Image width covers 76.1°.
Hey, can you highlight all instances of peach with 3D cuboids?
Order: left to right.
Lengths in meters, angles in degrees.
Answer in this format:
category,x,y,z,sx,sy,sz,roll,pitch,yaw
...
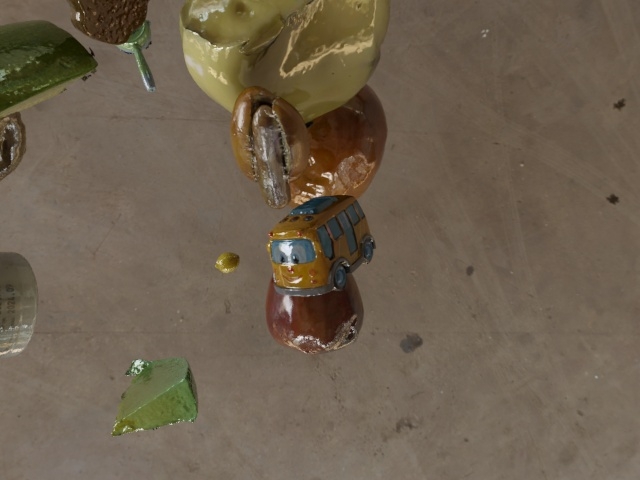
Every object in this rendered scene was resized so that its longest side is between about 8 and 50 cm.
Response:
category,x,y,z,sx,sy,sz,roll,pitch,yaw
peach,0.002,-0.242,1.003,0.301,0.342,0.343,-32,112,-40

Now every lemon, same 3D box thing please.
category,x,y,z,sx,sy,sz,roll,pitch,yaw
lemon,-0.295,0.070,1.297,0.092,0.065,0.065,-21,107,17

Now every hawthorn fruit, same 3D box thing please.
category,x,y,z,sx,sy,sz,roll,pitch,yaw
hawthorn fruit,-0.016,0.184,1.250,0.308,0.308,0.325,15,94,-10

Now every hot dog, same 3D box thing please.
category,x,y,z,sx,sy,sz,roll,pitch,yaw
hot dog,-0.057,-0.098,0.454,0.089,0.060,0.140,15,147,1

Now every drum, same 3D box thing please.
category,x,y,z,sx,sy,sz,roll,pitch,yaw
drum,-0.517,-0.560,1.194,0.130,0.049,0.253,-37,84,-7

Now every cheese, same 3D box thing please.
category,x,y,z,sx,sy,sz,roll,pitch,yaw
cheese,-0.024,-0.250,0.541,0.259,0.316,0.128,-29,79,6

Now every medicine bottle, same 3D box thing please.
category,x,y,z,sx,sy,sz,roll,pitch,yaw
medicine bottle,-0.740,0.135,0.813,0.238,0.232,0.238,-2,86,31

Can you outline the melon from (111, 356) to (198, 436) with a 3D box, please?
category,x,y,z,sx,sy,sz,roll,pitch,yaw
melon,-0.231,0.204,0.554,0.114,0.261,0.053,-33,102,-29

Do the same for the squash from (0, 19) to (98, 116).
category,x,y,z,sx,sy,sz,roll,pitch,yaw
squash,-0.473,-0.207,0.547,0.203,0.289,0.111,0,130,39

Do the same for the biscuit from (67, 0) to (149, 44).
category,x,y,z,sx,sy,sz,roll,pitch,yaw
biscuit,-0.267,-0.429,0.547,0.047,0.183,0.320,34,136,8

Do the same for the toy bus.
category,x,y,z,sx,sy,sz,roll,pitch,yaw
toy bus,0.000,0.000,0.706,0.126,0.209,0.136,-2,112,34

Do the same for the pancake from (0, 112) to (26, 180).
category,x,y,z,sx,sy,sz,roll,pitch,yaw
pancake,-0.661,-0.167,0.709,0.294,0.294,0.049,-43,80,6
